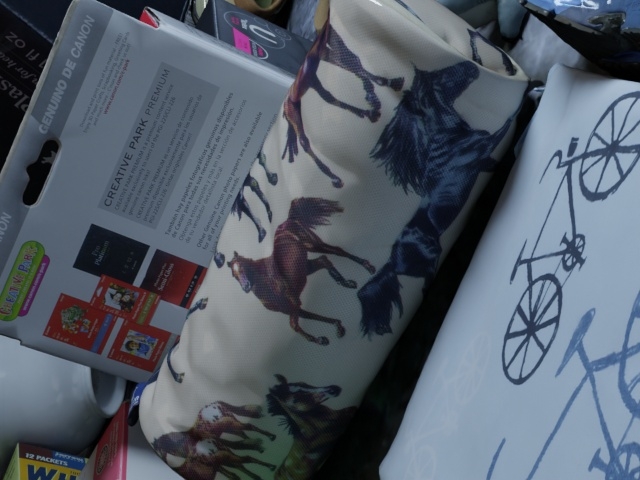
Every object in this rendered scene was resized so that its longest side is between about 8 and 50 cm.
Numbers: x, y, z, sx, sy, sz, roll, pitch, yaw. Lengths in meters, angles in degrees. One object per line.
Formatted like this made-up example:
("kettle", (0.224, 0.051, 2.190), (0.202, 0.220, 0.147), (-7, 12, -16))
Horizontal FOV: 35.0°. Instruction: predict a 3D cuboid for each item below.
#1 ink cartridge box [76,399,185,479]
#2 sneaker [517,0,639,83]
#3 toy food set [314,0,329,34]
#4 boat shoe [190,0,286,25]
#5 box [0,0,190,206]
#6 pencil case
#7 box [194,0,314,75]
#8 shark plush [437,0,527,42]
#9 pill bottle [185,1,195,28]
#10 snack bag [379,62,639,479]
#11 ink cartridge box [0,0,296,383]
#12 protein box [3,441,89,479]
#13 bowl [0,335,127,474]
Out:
("ink cartridge box", (-0.203, 0.334, 1.003), (0.283, 0.117, 0.207), (-57, 25, 28))
("sneaker", (0.190, -0.138, 0.570), (0.087, 0.083, 0.221), (-55, 29, 4))
("toy food set", (0.018, -0.267, 1.145), (0.082, 0.020, 0.083), (-50, 28, 39))
("boat shoe", (-0.070, -0.399, 1.366), (0.120, 0.123, 0.324), (-18, 52, 46))
("box", (-0.502, -0.272, 1.247), (0.472, 0.480, 0.297), (-28, 37, 35))
("pencil case", (0.000, 0.000, 0.750), (0.410, 0.160, 0.183), (-63, 37, 20))
("box", (-0.117, -0.112, 1.163), (0.270, 0.143, 0.165), (-58, 24, 25))
("shark plush", (0.138, -0.219, 0.755), (0.161, 0.067, 0.073), (-56, 25, 30))
("pill bottle", (-0.194, -0.365, 1.558), (0.264, 0.153, 0.153), (-48, 30, 42))
("snack bag", (0.129, 0.071, 0.530), (0.342, 0.037, 0.323), (-125, 55, -74))
("ink cartridge box", (-0.154, -0.040, 0.927), (0.309, 0.272, 0.130), (-63, 22, 11))
("protein box", (-0.338, 0.394, 1.246), (0.199, 0.136, 0.201), (-67, 22, 8))
("bowl", (-0.353, 0.175, 1.402), (0.298, 0.134, 0.297), (-5, -90, -80))
